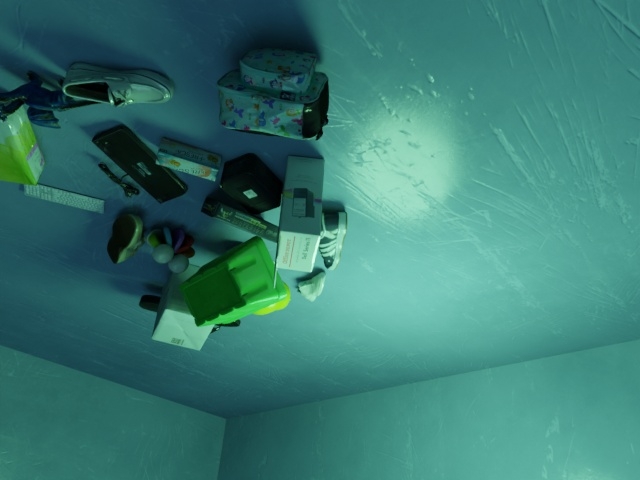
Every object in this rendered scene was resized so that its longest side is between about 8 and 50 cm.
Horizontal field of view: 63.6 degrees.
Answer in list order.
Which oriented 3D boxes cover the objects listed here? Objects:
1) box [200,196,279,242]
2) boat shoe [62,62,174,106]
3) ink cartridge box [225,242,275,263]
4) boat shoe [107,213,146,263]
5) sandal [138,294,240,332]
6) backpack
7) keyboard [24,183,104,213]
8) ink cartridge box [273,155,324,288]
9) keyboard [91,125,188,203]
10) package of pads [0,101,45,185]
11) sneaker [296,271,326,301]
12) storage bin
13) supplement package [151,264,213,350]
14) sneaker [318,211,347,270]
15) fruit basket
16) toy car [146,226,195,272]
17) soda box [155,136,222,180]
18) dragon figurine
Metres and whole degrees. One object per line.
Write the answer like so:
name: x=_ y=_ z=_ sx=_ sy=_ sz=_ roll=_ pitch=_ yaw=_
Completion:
box: x=-0.261 y=-0.068 z=1.695 sx=0.232 sy=0.059 sz=0.183 roll=22 pitch=180 yaw=-26
boat shoe: x=-0.512 y=-0.382 z=1.306 sx=0.267 sy=0.088 sz=0.096 roll=10 pitch=145 yaw=-9
ink cartridge box: x=-0.273 y=0.088 z=2.008 sx=0.104 sy=0.060 sz=0.180 roll=-25 pitch=137 yaw=34
boat shoe: x=-0.692 y=-0.013 z=1.879 sx=0.098 sy=0.109 sz=0.302 roll=-22 pitch=166 yaw=-41
sandal: x=-0.580 y=0.347 z=2.280 sx=0.445 sy=0.107 sz=0.167 roll=14 pitch=154 yaw=-11
backpack: x=-0.116 y=-0.344 z=1.212 sx=0.253 sy=0.225 sz=0.191 roll=3 pitch=124 yaw=9
keyboard: x=-0.871 y=-0.146 z=1.760 sx=0.255 sy=0.014 sz=0.072 roll=14 pitch=145 yaw=-16
ink cartridge box: x=-0.063 y=-0.049 z=1.520 sx=0.119 sy=0.354 sz=0.207 roll=7 pitch=146 yaw=-5
keyboard: x=-0.579 y=-0.220 z=1.608 sx=0.201 sy=0.033 sz=0.317 roll=-17 pitch=141 yaw=17
package of pads: x=-0.940 y=-0.289 z=1.476 sx=0.228 sy=0.101 sz=0.297 roll=8 pitch=146 yaw=-6
sneaker: x=-0.043 y=0.187 z=2.130 sx=0.094 sy=0.080 sz=0.212 roll=23 pitch=145 yaw=-7
storage bin: x=-0.210 y=-0.171 z=1.596 sx=0.121 sy=0.085 sz=0.180 roll=-16 pitch=142 yaw=27
supplement package: x=-0.534 y=0.260 z=2.070 sx=0.199 sy=0.263 sz=0.198 roll=19 pitch=127 yaw=-21
sneaker: x=0.000 y=0.000 z=1.814 sx=0.153 sy=0.099 sz=0.282 roll=3 pitch=140 yaw=-7
fruit basket: x=-0.269 y=0.162 z=1.902 sx=0.391 sy=0.283 sz=0.392 roll=-25 pitch=179 yaw=-1
toy car: x=-0.534 y=0.017 z=1.878 sx=0.136 sy=0.159 sz=0.182 roll=-43 pitch=133 yaw=4
soda box: x=-0.389 y=-0.239 z=1.529 sx=0.183 sy=0.063 sz=0.058 roll=16 pitch=144 yaw=-17
dragon figurine: x=-0.704 y=-0.347 z=1.327 sx=0.288 sy=0.144 sz=0.085 roll=14 pitch=145 yaw=-15
